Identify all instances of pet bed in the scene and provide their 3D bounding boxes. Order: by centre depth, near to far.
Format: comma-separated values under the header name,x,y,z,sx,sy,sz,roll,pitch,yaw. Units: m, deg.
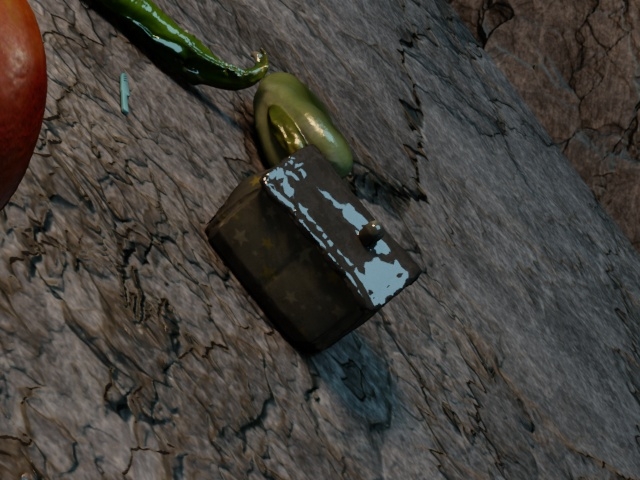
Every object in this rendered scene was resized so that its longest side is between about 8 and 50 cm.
name,x,y,z,sx,sy,sz,roll,pitch,yaw
pet bed,0.000,0.000,2.020,0.211,0.159,0.183,52,20,4

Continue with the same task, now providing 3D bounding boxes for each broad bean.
name,x,y,z,sx,sy,sz,roll,pitch,yaw
broad bean,-0.028,-0.140,2.319,0.169,0.100,0.228,55,7,-9

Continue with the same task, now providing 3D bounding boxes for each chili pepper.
name,x,y,z,sx,sy,sz,roll,pitch,yaw
chili pepper,-0.221,-0.291,2.196,0.359,0.076,0.085,36,43,-24

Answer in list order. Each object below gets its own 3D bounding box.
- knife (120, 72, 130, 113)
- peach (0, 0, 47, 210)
name,x,y,z,sx,sy,sz,roll,pitch,yaw
knife,-0.228,-0.172,2.068,0.014,0.005,0.091,37,23,-29
peach,-0.343,-0.129,1.409,0.281,0.238,0.281,-18,90,-75
